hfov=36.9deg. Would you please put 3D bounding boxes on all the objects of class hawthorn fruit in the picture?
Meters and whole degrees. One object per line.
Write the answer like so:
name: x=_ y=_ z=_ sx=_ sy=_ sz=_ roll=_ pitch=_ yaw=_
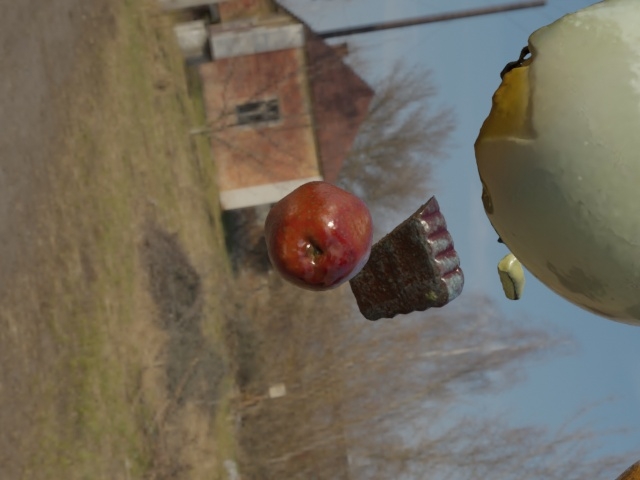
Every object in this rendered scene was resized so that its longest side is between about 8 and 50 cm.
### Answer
hawthorn fruit: x=0.000 y=0.000 z=1.133 sx=0.138 sy=0.133 sz=0.132 roll=-65 pitch=150 yaw=-65

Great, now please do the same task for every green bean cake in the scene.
green bean cake: x=0.157 y=0.044 z=1.854 sx=0.097 sy=0.233 sz=0.198 roll=-25 pitch=93 yaw=-50

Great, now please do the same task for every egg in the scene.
egg: x=0.275 y=-0.052 z=0.791 sx=0.174 sy=0.264 sz=0.286 roll=-107 pitch=180 yaw=-59

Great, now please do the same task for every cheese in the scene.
cheese: x=0.277 y=0.050 z=1.376 sx=0.044 sy=0.030 sz=0.083 roll=-59 pitch=145 yaw=-27

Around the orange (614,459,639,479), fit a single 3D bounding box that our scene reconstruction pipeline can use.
orange: x=0.348 y=0.320 z=0.892 sx=0.261 sy=0.261 sz=0.261 roll=171 pitch=-90 yaw=-87
